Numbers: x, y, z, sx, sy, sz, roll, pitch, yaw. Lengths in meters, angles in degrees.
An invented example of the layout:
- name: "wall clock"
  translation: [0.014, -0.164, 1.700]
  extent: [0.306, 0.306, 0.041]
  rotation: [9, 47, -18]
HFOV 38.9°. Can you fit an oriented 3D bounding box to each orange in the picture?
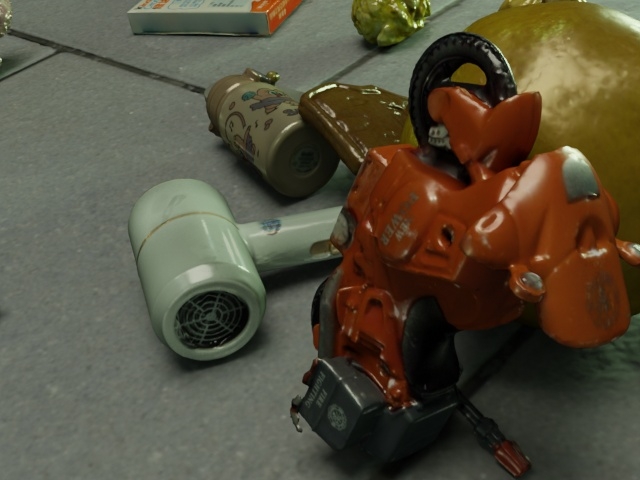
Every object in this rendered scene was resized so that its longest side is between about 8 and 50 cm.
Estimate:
- name: "orange"
  translation: [0.195, -0.056, 0.755]
  extent: [0.279, 0.279, 0.235]
  rotation: [21, 46, 36]

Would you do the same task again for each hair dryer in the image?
- name: "hair dryer"
  translation: [0.000, 0.000, 0.892]
  extent: [0.357, 0.107, 0.173]
  rotation: [-12, 37, -13]

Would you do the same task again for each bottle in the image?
- name: "bottle"
  translation: [-0.063, -0.141, 1.081]
  extent: [0.110, 0.097, 0.209]
  rotation: [-55, 42, 7]

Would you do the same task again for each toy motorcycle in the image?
- name: "toy motorcycle"
  translation: [0.093, 0.036, 0.639]
  extent: [0.148, 0.325, 0.221]
  rotation: [-11, 47, -39]

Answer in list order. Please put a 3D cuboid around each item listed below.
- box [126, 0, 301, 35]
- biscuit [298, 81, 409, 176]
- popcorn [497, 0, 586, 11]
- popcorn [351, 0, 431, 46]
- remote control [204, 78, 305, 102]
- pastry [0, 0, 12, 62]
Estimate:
- name: "box"
  translation: [-0.152, -0.429, 1.554]
  extent: [0.265, 0.048, 0.273]
  rotation: [7, 40, 23]
- name: "biscuit"
  translation: [0.091, -0.121, 1.003]
  extent: [0.215, 0.034, 0.182]
  rotation: [-5, 44, -39]
- name: "popcorn"
  translation: [0.286, -0.218, 1.079]
  extent: [0.140, 0.163, 0.194]
  rotation: [-38, 73, -6]
- name: "popcorn"
  translation: [0.103, -0.345, 1.325]
  extent: [0.121, 0.106, 0.116]
  rotation: [-14, 26, -5]
- name: "remote control"
  translation: [-0.060, -0.178, 1.205]
  extent: [0.245, 0.022, 0.077]
  rotation: [22, 48, 38]
- name: "pastry"
  translation: [-0.598, -0.294, 1.436]
  extent: [0.265, 0.112, 0.103]
  rotation: [-31, 32, -16]
